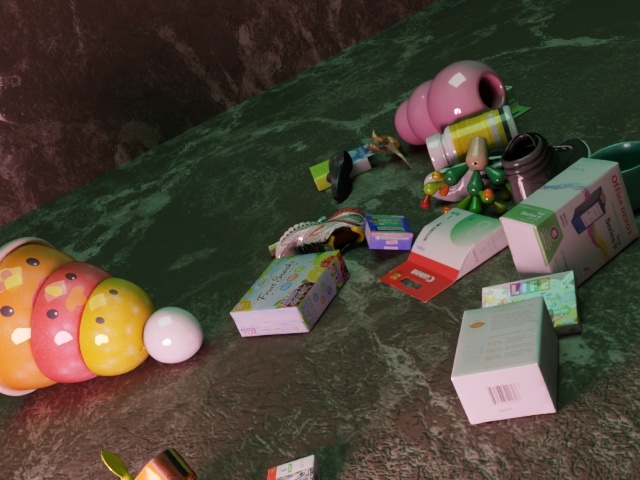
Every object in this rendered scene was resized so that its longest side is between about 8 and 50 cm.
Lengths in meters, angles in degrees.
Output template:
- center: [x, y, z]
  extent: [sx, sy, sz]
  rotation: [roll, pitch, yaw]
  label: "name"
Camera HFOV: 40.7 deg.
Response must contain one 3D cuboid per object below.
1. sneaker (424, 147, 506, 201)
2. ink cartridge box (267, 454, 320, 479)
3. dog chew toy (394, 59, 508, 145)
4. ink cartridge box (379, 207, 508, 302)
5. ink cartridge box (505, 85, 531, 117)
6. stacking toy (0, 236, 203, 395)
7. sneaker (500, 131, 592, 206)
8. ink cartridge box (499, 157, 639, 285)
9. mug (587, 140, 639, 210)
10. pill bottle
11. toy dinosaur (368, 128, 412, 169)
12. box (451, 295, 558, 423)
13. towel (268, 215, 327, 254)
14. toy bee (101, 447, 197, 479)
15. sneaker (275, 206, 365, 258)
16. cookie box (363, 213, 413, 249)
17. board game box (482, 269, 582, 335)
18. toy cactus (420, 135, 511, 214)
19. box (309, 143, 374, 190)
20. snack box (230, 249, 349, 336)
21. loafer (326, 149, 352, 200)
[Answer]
- center: [0.348, -0.152, 1.955]
  extent: [0.216, 0.079, 0.121]
  rotation: [-7, 24, 18]
  label: "sneaker"
- center: [-0.057, 0.365, 1.287]
  extent: [0.115, 0.029, 0.063]
  rotation: [-20, 24, 11]
  label: "ink cartridge box"
- center: [0.319, -0.335, 2.221]
  extent: [0.206, 0.207, 0.331]
  rotation: [-41, 16, -34]
  label: "dog chew toy"
- center: [0.239, 0.022, 1.708]
  extent: [0.224, 0.056, 0.181]
  rotation: [-30, 23, -17]
  label: "ink cartridge box"
- center: [0.454, -0.367, 2.316]
  extent: [0.109, 0.062, 0.209]
  rotation: [-30, 24, -14]
  label: "ink cartridge box"
- center: [-0.468, 0.175, 1.851]
  extent: [0.479, 0.351, 0.351]
  rotation: [2, 31, 18]
  label: "stacking toy"
- center: [0.471, -0.177, 1.782]
  extent: [0.104, 0.147, 0.296]
  rotation: [-5, 29, 43]
  label: "sneaker"
- center: [0.430, -0.023, 1.479]
  extent: [0.212, 0.154, 0.093]
  rotation: [-34, 26, -22]
  label: "ink cartridge box"
- center: [0.569, -0.107, 1.595]
  extent: [0.129, 0.097, 0.158]
  rotation: [-25, 23, -2]
  label: "mug"
- center: [0.364, -0.232, 2.041]
  extent: [0.208, 0.119, 0.119]
  rotation: [-18, 24, 15]
  label: "pill bottle"
- center: [0.189, -0.255, 2.300]
  extent: [0.112, 0.064, 0.211]
  rotation: [10, 20, -2]
  label: "toy dinosaur"
- center: [0.278, 0.176, 1.282]
  extent: [0.130, 0.091, 0.170]
  rotation: [-14, 25, 25]
  label: "box"
- center: [-0.056, -0.012, 2.046]
  extent: [0.152, 0.023, 0.113]
  rotation: [-27, -8, -6]
  label: "towel"
- center: [-0.275, 0.397, 1.276]
  extent: [0.298, 0.195, 0.162]
  rotation: [-27, -4, 23]
  label: "toy bee"
- center: [0.000, 0.000, 1.948]
  extent: [0.225, 0.088, 0.093]
  rotation: [-25, 30, 9]
  label: "sneaker"
- center: [0.145, -0.018, 1.859]
  extent: [0.091, 0.040, 0.107]
  rotation: [2, 23, -6]
  label: "cookie box"
- center: [0.340, 0.111, 1.397]
  extent: [0.154, 0.026, 0.103]
  rotation: [-14, 47, 25]
  label: "board game box"
- center: [0.326, -0.138, 1.840]
  extent: [0.218, 0.112, 0.181]
  rotation: [-2, 69, 26]
  label: "toy cactus"
- center: [0.063, -0.203, 2.378]
  extent: [0.178, 0.042, 0.109]
  rotation: [-23, 24, 2]
  label: "box"
- center: [-0.061, 0.109, 1.793]
  extent: [0.174, 0.070, 0.207]
  rotation: [-7, 27, 35]
  label: "snack box"
- center: [0.045, -0.163, 2.270]
  extent: [0.061, 0.062, 0.170]
  rotation: [-21, 37, 28]
  label: "loafer"
